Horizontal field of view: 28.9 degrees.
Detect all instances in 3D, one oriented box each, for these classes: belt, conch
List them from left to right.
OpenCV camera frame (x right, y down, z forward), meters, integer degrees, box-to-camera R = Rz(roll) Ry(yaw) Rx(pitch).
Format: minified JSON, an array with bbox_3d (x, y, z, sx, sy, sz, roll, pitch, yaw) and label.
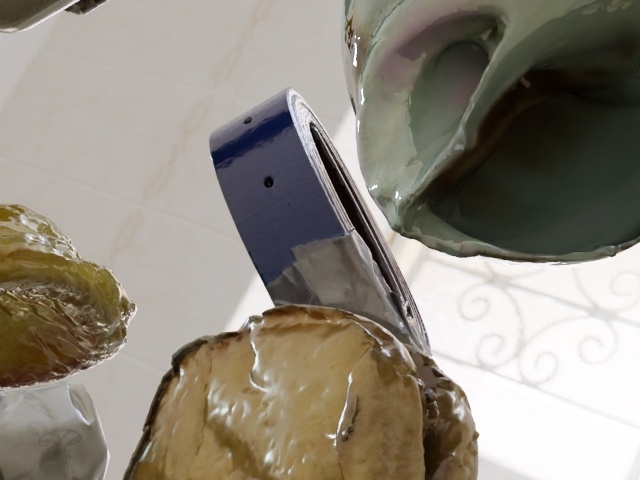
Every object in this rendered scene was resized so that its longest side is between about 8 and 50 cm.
[{"bbox_3d":[0.000,0.000,1.393,0.347,0.117,0.212,64,-169,10],"label":"belt"},{"bbox_3d":[0.143,-0.135,0.744,0.368,0.249,0.197,-49,-11,-10],"label":"conch"}]

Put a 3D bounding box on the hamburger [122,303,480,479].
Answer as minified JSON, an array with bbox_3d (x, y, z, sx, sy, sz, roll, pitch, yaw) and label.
[{"bbox_3d":[-0.024,0.185,0.745,0.144,0.259,0.283,38,-115,-34],"label":"hamburger"}]

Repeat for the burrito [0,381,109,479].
[{"bbox_3d":[-0.341,0.200,0.740,0.445,0.101,0.139,-17,-42,-26],"label":"burrito"}]

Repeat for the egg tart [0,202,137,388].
[{"bbox_3d":[-0.342,0.052,1.227,0.319,0.319,0.128,28,-137,-50],"label":"egg tart"}]

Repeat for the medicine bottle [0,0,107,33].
[{"bbox_3d":[-0.268,-0.402,1.336,0.282,0.375,0.123,58,-165,-16],"label":"medicine bottle"}]
